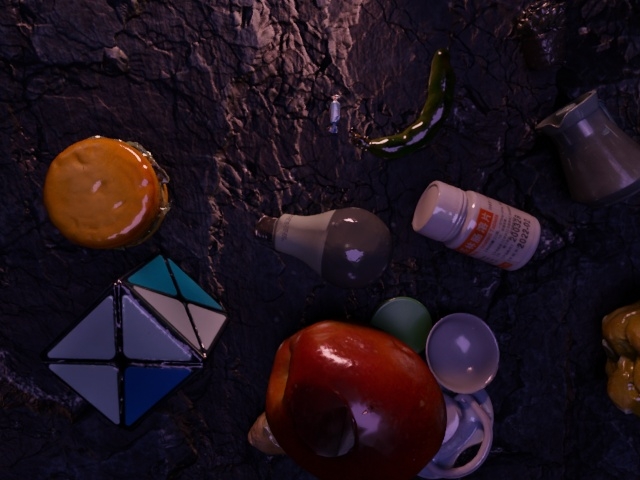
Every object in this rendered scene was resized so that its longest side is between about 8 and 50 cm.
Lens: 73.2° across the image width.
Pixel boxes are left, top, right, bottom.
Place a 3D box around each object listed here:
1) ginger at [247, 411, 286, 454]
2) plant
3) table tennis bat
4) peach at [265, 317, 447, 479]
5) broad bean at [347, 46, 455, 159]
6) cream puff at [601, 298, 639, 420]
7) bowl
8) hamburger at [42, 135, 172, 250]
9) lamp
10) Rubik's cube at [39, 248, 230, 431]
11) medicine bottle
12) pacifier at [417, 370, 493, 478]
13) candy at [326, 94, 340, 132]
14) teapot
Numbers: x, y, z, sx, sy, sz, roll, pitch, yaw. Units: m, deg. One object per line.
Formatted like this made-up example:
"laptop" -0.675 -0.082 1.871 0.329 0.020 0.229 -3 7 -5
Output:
"ginger" -0.090 0.504 1.102 0.193 0.115 0.122 37 119 -16
"plant" 0.480 -0.443 0.926 0.095 0.092 0.143 -20 110 9
"table tennis bat" 0.208 0.265 1.088 0.161 0.039 0.256 -9 97 -1
"peach" 0.063 0.348 0.930 0.406 0.310 0.334 34 95 13
"broad bean" 0.210 -0.284 0.966 0.292 0.049 0.144 -42 99 7
"cream puff" 0.858 0.291 0.999 0.379 0.275 0.377 -1 102 -5
"bowl" 0.331 0.272 1.055 0.189 0.086 0.188 2 79 -11
"hamburger" -0.438 -0.096 0.917 0.247 0.170 0.245 0 89 -4
"lamp" 0.012 -0.015 0.969 0.314 0.182 0.181 30 99 12
"Rubik's cube" -0.383 0.208 0.942 0.250 0.248 0.246 -43 101 7
"medicine bottle" 0.348 -0.035 0.977 0.252 0.144 0.144 23 100 -6
"pacifier" 0.322 0.471 1.082 0.279 0.227 0.207 -46 140 7
"candy" 0.030 -0.285 0.972 0.030 0.020 0.083 0 101 -4
"teapot" 0.608 -0.208 0.953 0.203 0.171 0.225 -38 95 -27
